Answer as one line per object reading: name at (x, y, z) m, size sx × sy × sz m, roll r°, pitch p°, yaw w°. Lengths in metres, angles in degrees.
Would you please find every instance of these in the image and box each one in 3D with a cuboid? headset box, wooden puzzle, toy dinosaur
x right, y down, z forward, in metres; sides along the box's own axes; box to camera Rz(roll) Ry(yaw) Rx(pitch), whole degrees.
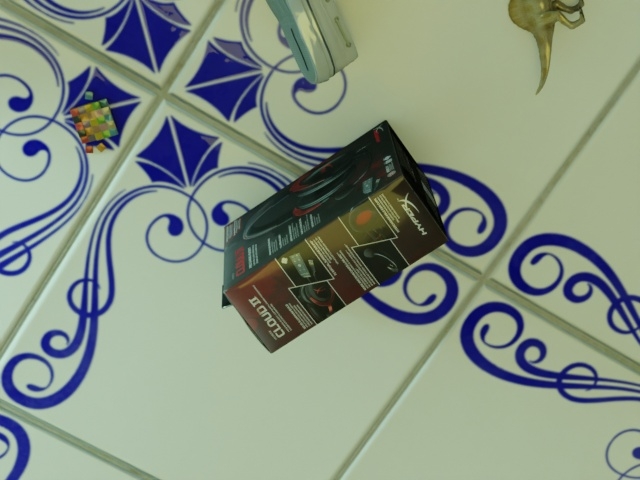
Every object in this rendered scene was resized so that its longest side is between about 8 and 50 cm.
headset box at (0.000, 0.000, 1.984) m, size 0.293 × 0.218 × 0.110 m, roll -33°, pitch 110°, yaw 11°
wooden puzzle at (-0.288, -0.151, 2.016) m, size 0.049 × 0.006 × 0.083 m, roll -16°, pitch 113°, yaw 3°
toy dinosaur at (0.283, -0.283, 1.981) m, size 0.092 × 0.053 × 0.183 m, roll -13°, pitch 107°, yaw 19°

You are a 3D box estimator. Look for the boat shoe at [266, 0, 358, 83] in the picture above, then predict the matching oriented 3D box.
boat shoe at (-0.023, -0.307, 1.938) m, size 0.075 × 0.083 × 0.226 m, roll -30°, pitch 114°, yaw -21°
